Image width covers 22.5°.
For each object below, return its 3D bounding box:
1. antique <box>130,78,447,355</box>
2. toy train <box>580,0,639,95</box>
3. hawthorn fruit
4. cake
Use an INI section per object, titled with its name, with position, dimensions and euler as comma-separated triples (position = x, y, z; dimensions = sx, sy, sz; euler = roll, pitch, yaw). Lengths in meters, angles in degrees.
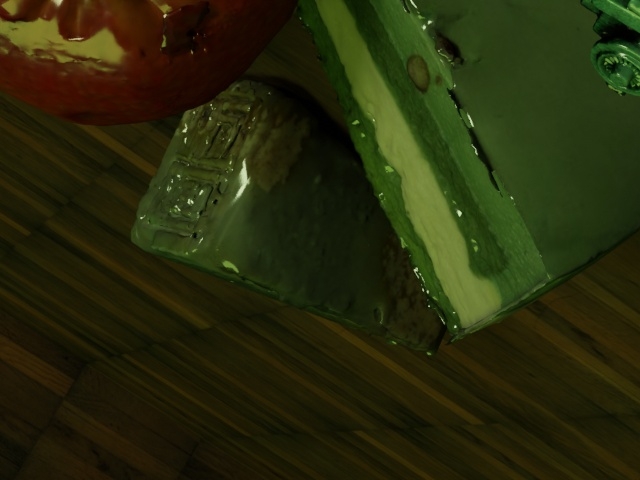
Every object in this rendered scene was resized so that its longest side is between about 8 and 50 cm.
[antique]
position = 0.000, 0.000, 1.305
dimensions = 0.284, 0.150, 0.125
euler = 33, 170, -37
[toy train]
position = 0.208, -0.094, 0.764
dimensions = 0.170, 0.071, 0.111
euler = 31, 154, 2
[hawthorn fruit]
position = -0.115, -0.162, 0.903
dimensions = 0.211, 0.211, 0.299
euler = 32, 173, -3
[cake]
position = 0.100, -0.111, 0.926
dimensions = 0.283, 0.172, 0.158
euler = 63, 157, 7
